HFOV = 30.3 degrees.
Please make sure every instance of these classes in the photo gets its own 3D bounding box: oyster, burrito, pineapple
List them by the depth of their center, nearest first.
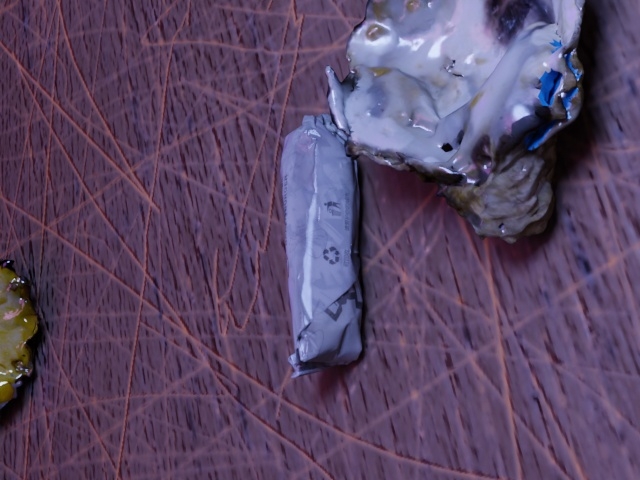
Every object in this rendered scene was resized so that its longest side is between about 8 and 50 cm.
[{"bbox_3d":[0.106,-0.132,0.795,0.214,0.083,0.223,39,101,40],"label":"oyster"},{"bbox_3d":[0.001,0.000,0.877,0.064,0.064,0.203,-19,65,40],"label":"burrito"},{"bbox_3d":[-0.373,0.085,1.169,0.076,0.224,0.225,-67,-4,-88],"label":"pineapple"}]
